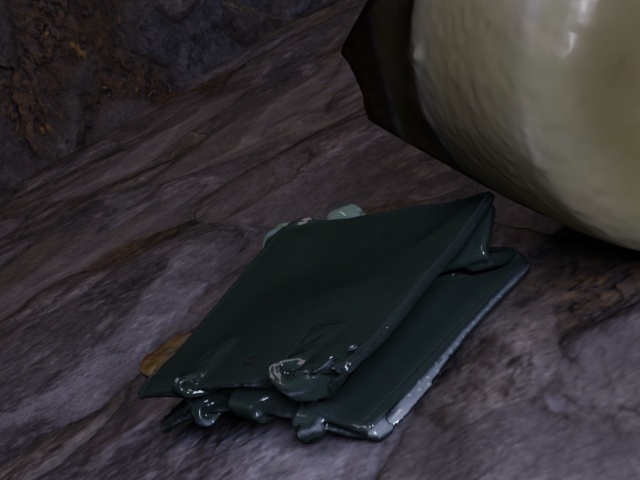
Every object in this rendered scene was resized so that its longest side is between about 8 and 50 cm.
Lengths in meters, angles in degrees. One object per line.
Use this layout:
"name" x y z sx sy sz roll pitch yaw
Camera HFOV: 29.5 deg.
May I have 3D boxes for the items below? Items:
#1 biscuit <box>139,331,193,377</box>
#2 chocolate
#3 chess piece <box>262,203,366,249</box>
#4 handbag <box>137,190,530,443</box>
"biscuit" -0.114 0.106 1.115 0.071 0.018 0.147 -36 20 -33
"chocolate" 0.224 -0.153 0.856 0.314 0.326 0.297 -59 12 7
"chess piece" 0.000 0.000 1.195 0.103 0.067 0.067 -29 15 -38
"handbag" 0.007 0.062 0.970 0.248 0.079 0.260 -9 25 45
